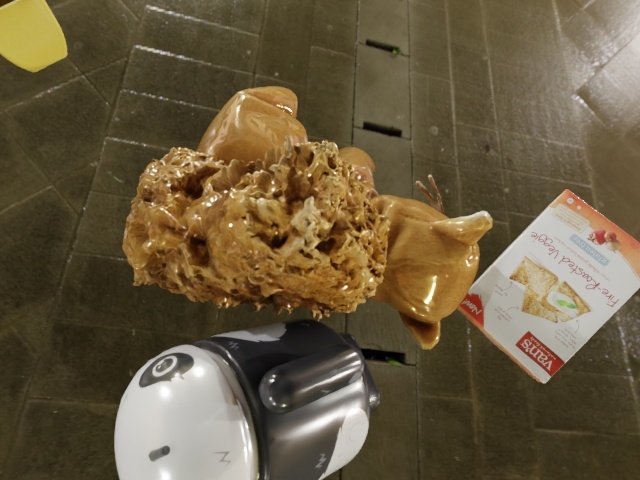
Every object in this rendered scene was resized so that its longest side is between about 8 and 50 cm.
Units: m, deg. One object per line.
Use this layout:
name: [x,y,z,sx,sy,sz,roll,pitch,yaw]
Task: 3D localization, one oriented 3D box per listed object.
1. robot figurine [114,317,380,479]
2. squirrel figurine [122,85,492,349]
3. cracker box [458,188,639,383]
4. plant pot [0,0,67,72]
robot figurine: [-0.062,0.173,0.442,0.278,0.173,0.209,-3,112,-45]
squirrel figurine: [0.000,0.000,0.520,0.370,0.281,0.397,27,21,14]
cracker box: [0.332,0.065,0.618,0.155,0.067,0.232,44,92,17]
plant pot: [-0.358,-0.257,0.515,0.081,0.083,0.081,-35,60,-12]
